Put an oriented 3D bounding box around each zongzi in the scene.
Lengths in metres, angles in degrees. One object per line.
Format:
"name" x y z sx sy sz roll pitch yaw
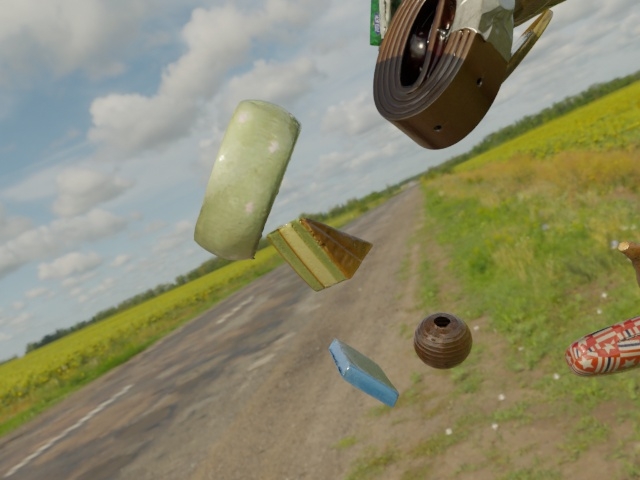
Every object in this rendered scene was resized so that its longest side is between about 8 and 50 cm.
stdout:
"zongzi" 0.491 -0.517 1.505 0.178 0.081 0.189 4 -25 -12

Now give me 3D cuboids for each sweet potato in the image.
"sweet potato" 0.591 0.078 1.195 0.066 0.314 0.072 -4 57 36

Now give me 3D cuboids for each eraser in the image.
"eraser" 0.102 0.322 1.705 0.042 0.144 0.312 -58 6 0

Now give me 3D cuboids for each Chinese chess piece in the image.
"Chinese chess piece" -0.111 -0.091 1.052 0.101 0.250 0.250 20 -3 -5

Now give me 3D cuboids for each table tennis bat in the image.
"table tennis bat" 0.386 -0.380 1.400 0.198 0.050 0.321 -52 2 11

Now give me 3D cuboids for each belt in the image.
"belt" 0.212 -0.331 1.171 0.122 0.338 0.217 30 -18 -39

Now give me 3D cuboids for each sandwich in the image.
"sandwich" 0.000 0.000 1.471 0.117 0.187 0.144 -25 23 36

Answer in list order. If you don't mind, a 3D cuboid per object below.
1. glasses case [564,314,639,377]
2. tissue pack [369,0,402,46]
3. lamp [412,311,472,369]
"glasses case" 0.378 0.115 0.784 0.195 0.049 0.073 -19 -29 -2
"tissue pack" 0.182 -0.542 1.546 0.148 0.209 0.156 22 33 40
"lamp" 0.281 0.231 1.576 0.136 0.136 0.136 -24 1 0
